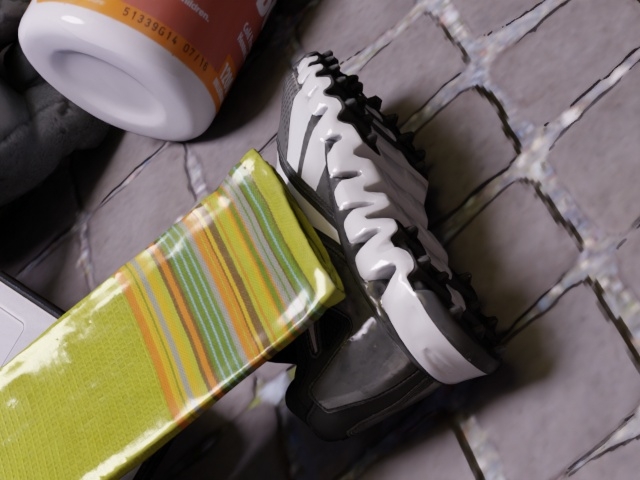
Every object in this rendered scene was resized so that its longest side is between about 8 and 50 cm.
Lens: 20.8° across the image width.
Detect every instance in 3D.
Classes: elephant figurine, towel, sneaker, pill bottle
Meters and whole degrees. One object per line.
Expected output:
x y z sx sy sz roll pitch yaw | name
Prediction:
-0.251 -0.063 1.110 0.239 0.186 0.169 -28 83 47 | elephant figurine
-0.098 0.064 0.735 0.237 0.021 0.102 -39 39 6 | towel
0.000 0.000 0.781 0.106 0.078 0.234 -38 37 15 | sneaker
-0.072 -0.175 1.001 0.121 0.121 0.216 2 60 51 | pill bottle

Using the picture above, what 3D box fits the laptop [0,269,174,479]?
-0.346 0.139 0.825 0.382 0.236 0.408 28 85 39 | laptop
